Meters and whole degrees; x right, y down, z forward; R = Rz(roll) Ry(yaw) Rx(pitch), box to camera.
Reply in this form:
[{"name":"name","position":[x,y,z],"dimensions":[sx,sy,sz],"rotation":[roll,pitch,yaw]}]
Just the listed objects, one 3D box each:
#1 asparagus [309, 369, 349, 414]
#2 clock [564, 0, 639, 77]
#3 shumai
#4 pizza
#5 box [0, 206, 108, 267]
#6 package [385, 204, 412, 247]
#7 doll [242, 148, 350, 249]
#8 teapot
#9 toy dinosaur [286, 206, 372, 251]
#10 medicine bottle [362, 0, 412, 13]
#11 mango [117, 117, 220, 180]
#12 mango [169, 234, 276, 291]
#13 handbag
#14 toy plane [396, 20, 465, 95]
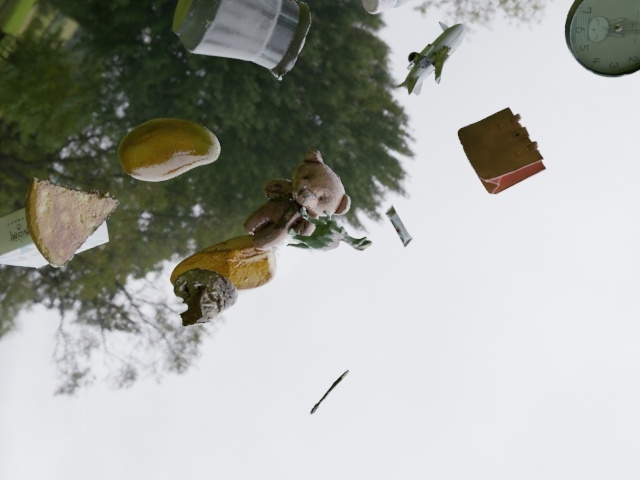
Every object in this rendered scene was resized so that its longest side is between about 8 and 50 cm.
[{"name":"asparagus","position":[0.019,0.358,1.769],"dimensions":[0.166,0.016,0.013],"rotation":[-52,179,27]},{"name":"clock","position":[0.631,-0.451,1.595],"dimensions":[0.215,0.215,0.042],"rotation":[-42,-165,26]},{"name":"shumai","position":[-0.252,0.128,1.678],"dimensions":[0.123,0.139,0.105],"rotation":[-61,-140,47]},{"name":"pizza","position":[-0.520,-0.048,1.578],"dimensions":[0.053,0.193,0.201],"rotation":[22,-61,48]},{"name":"box","position":[-0.773,-0.019,2.112],"dimensions":[0.274,0.203,0.116],"rotation":[-18,-102,20]},{"name":"package","position":[0.191,-0.035,1.832],"dimensions":[0.015,0.110,0.037],"rotation":[-6,-147,51]},{"name":"doll","position":[-0.080,-0.094,2.037],"dimensions":[0.303,0.201,0.156],"rotation":[-36,172,4]},{"name":"teapot","position":[-0.211,-0.678,2.201],"dimensions":[0.305,0.361,0.376],"rotation":[-16,-122,59]},{"name":"toy dinosaur","position":[0.000,0.000,1.750],"dimensions":[0.242,0.167,0.053],"rotation":[-41,-166,53]},{"name":"medicine bottle","position":[0.201,-0.657,1.978],"dimensions":[0.203,0.083,0.083],"rotation":[-31,-172,-32]},{"name":"mango","position":[-0.336,-0.203,1.660],"dimensions":[0.227,0.136,0.099],"rotation":[-8,-162,4]},{"name":"mango","position":[-0.309,0.096,2.405],"dimensions":[0.350,0.199,0.201],"rotation":[-16,-128,3]},{"name":"handbag","position":[0.426,-0.217,1.776],"dimensions":[0.157,0.059,0.212],"rotation":[-25,-136,10]},{"name":"toy plane","position":[0.218,-0.358,1.472],"dimensions":[0.171,0.065,0.162],"rotation":[-55,-156,11]}]
